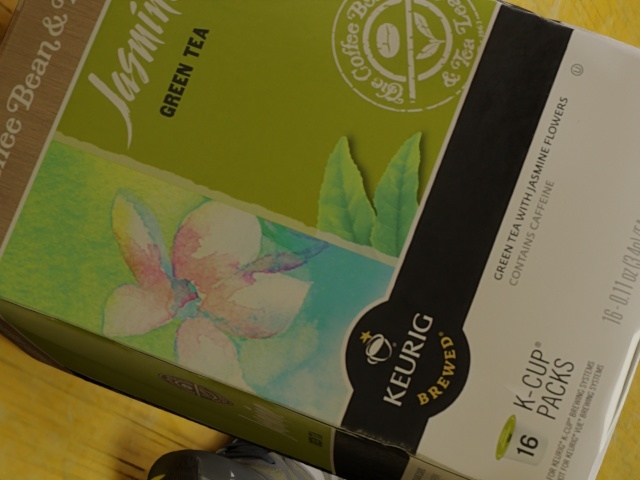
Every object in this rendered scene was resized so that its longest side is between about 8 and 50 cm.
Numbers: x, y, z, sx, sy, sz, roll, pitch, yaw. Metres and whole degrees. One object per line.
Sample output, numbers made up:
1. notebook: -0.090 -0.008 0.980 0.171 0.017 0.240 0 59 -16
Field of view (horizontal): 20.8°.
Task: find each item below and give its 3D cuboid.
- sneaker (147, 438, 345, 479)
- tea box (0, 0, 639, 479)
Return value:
1. sneaker: -0.039 0.166 1.291 0.300 0.111 0.121 25 72 -67
2. tea box: 0.000 0.000 0.924 0.329 0.324 0.220 89 21 -79
